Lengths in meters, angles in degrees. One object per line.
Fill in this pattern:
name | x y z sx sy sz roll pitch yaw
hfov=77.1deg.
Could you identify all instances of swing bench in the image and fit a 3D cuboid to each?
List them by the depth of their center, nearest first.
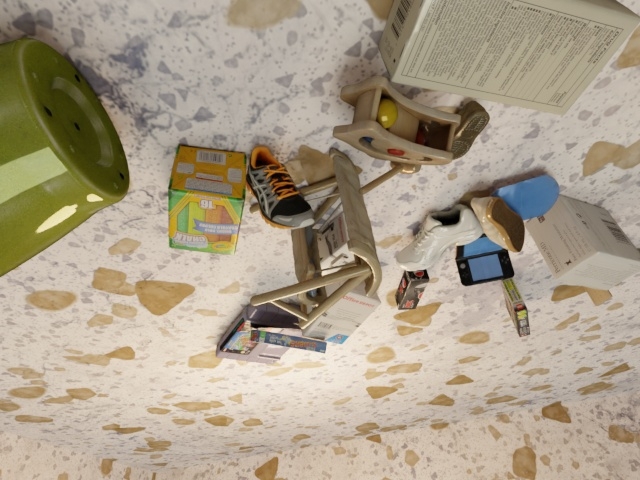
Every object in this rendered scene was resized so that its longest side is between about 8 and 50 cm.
swing bench | 0.000 0.000 0.812 0.255 0.253 0.165 -30 136 27

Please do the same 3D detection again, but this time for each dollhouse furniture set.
dollhouse furniture set | 0.892 0.110 1.187 0.152 0.123 0.144 7 139 -17

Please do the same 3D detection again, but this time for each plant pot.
plant pot | -0.496 -0.105 0.570 0.353 0.366 0.366 -21 140 -2

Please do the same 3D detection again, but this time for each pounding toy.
pounding toy | 0.135 -0.149 0.677 0.154 0.154 0.270 12 -178 37

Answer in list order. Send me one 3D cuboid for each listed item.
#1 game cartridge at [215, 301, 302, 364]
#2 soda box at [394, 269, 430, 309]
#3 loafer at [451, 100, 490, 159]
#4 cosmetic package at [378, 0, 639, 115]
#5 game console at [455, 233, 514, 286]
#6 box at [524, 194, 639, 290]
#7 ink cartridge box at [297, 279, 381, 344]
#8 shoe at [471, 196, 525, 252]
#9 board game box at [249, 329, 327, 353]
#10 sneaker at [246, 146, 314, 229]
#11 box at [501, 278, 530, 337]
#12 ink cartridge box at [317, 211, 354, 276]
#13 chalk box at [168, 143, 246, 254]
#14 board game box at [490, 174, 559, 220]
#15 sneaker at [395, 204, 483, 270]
game cartridge | -0.185 0.311 1.320 0.230 0.068 0.355 12 137 -29
soda box | 0.267 0.140 1.183 0.060 0.053 0.168 -2 141 -6
loafer | 0.267 -0.206 0.765 0.056 0.050 0.148 10 154 -15
cosmetic package | 0.262 -0.303 0.593 0.310 0.113 0.160 5 140 -16
game console | 0.445 0.050 1.079 0.144 0.124 0.085 -12 167 6
box | 0.637 0.008 0.976 0.182 0.180 0.119 11 137 -21
ink cartridge box | 0.052 0.198 1.164 0.148 0.085 0.203 22 119 -31
shoe | 0.418 -0.039 0.935 0.219 0.076 0.058 36 166 -38
board game box | -0.098 0.297 1.185 0.202 0.035 0.136 14 164 -16
sneaker | -0.081 -0.095 0.729 0.084 0.215 0.083 -19 136 -29
box | 0.626 0.218 1.286 0.036 0.114 0.207 -21 140 16
ink cartridge box | 0.033 0.013 0.953 0.056 0.099 0.135 26 129 -33
chalk box | -0.226 -0.060 0.798 0.133 0.131 0.213 5 139 -14
board game box | 0.462 -0.099 0.938 0.169 0.033 0.133 -17 136 10
sneaker | 0.271 -0.016 0.980 0.232 0.090 0.115 -36 127 19
